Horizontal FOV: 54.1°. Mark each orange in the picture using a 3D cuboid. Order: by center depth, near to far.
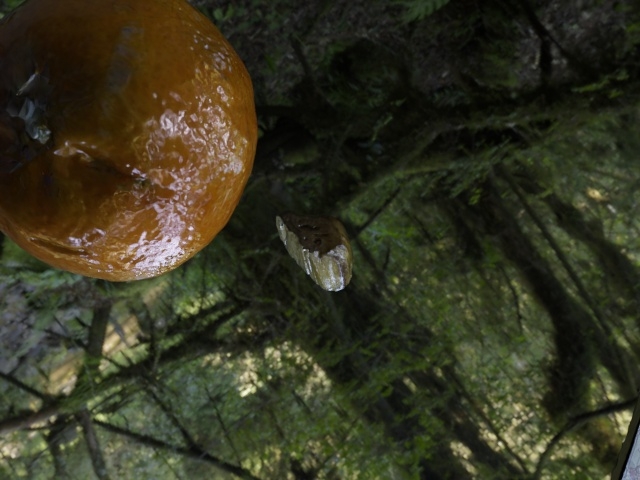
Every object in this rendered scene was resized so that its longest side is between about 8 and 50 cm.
[{"bbox_3d":[-0.156,-0.077,0.466,0.224,0.224,0.170,-43,172,18],"label":"orange"}]

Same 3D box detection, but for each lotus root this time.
[{"bbox_3d":[-0.002,0.000,1.036,0.095,0.159,0.135,-42,158,-13],"label":"lotus root"}]

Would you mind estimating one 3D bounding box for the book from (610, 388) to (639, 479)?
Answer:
[{"bbox_3d":[0.414,0.329,0.804,0.026,0.157,0.231,-6,-142,51],"label":"book"}]
